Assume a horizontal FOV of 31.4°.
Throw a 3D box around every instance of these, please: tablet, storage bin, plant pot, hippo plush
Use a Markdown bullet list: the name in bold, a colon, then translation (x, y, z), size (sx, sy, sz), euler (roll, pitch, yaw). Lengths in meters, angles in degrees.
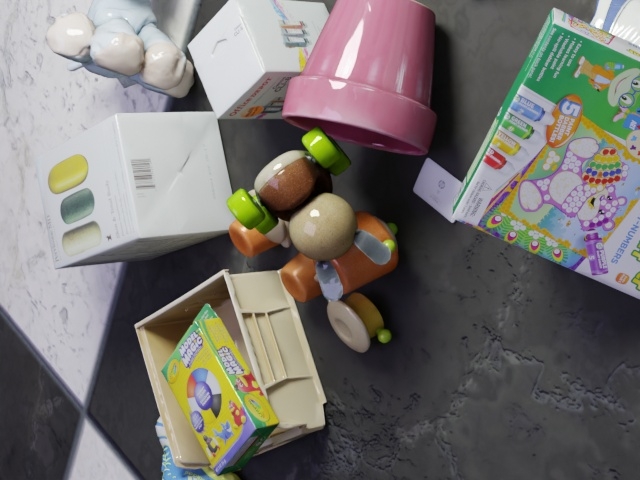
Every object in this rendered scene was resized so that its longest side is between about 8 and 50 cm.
- **tablet**: translation (0.159, -0.067, 1.512), size (0.083, 0.006, 0.054), euler (42, 123, 35)
- **storage bin**: translation (-0.142, 0.206, 1.777), size (0.262, 0.123, 0.260), euler (-31, 72, 44)
- **plant pot**: translation (0.066, -0.220, 1.474), size (0.201, 0.201, 0.180), euler (13, 88, 45)
- **hippo plush**: translation (-0.294, -0.376, 1.859), size (0.294, 0.234, 0.236), euler (-174, 101, -87)

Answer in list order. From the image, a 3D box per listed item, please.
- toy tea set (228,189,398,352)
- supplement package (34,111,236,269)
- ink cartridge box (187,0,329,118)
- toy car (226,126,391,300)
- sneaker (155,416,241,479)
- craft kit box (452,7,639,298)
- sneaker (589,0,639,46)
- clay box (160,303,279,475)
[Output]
- **toy tea set**: translation (0.000, 0.000, 1.640), size (0.336, 0.124, 0.200), euler (38, 150, 34)
- **supplement package**: translation (-0.304, -0.078, 1.862), size (0.263, 0.198, 0.199), euler (-17, 82, 47)
- **ink cartridge box**: translation (-0.070, -0.255, 1.610), size (0.128, 0.176, 0.127), euler (-38, 67, 43)
- **toy car**: translation (0.001, -0.023, 1.472), size (0.155, 0.149, 0.188), euler (-39, 80, 6)
- **sneaker**: translation (-0.230, 0.371, 1.887), size (0.240, 0.126, 0.091), euler (37, 120, 37)
- **craft kit box**: translation (0.303, -0.084, 1.217), size (0.247, 0.061, 0.250), euler (21, 120, -4)
- **sneaker**: translation (0.291, -0.153, 1.304), size (0.296, 0.112, 0.131), euler (-50, 51, 27)
- **clay box**: translation (-0.157, 0.215, 1.667), size (0.222, 0.053, 0.127), euler (56, 130, 25)
